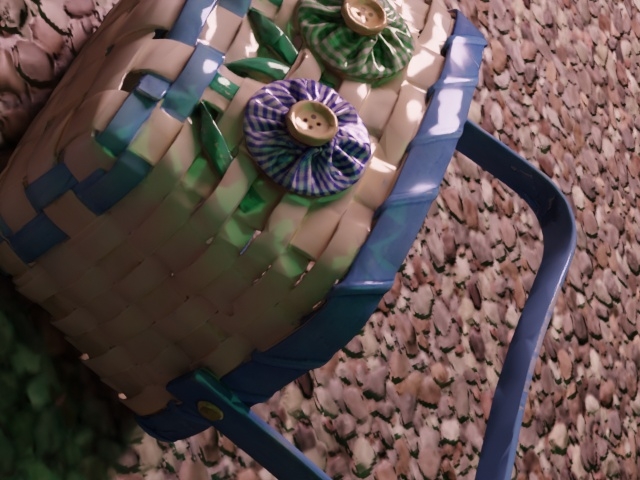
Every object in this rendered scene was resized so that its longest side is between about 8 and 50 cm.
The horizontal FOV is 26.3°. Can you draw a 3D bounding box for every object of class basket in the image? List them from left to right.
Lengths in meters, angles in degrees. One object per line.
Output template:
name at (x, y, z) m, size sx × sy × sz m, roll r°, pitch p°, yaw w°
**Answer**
basket at (0.000, 0.000, 0.669) m, size 0.289 × 0.201 × 0.254 m, roll 39°, pitch 48°, yaw -23°
